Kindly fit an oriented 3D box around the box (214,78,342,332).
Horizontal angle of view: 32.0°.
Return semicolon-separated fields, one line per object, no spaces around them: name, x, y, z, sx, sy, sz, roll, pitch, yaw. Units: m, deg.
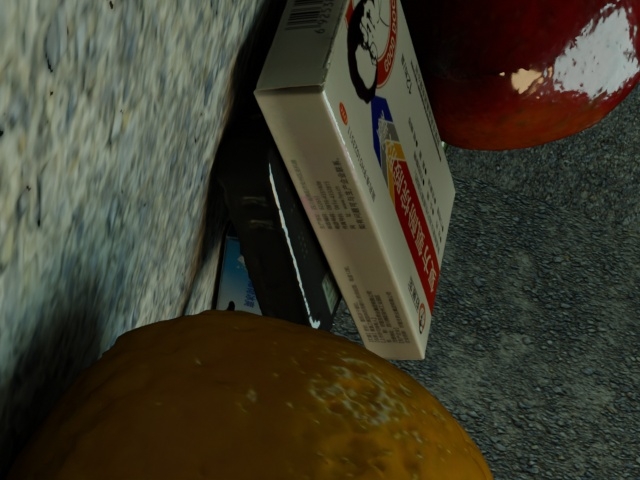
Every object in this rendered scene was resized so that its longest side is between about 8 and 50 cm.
box;0.003;-0.090;1.041;0.350;0.058;0.211;-67;151;-48

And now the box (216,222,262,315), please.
box;-0.055;0.009;1.184;0.194;0.073;0.139;106;2;-54

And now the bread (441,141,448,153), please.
bread;0.071;-0.169;1.449;0.382;0.129;0.366;-94;-152;-64

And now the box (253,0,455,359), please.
box;0.047;-0.079;0.991;0.353;0.069;0.214;64;32;-46

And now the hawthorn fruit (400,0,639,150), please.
hawthorn fruit;0.219;-0.228;1.154;0.265;0.307;0.265;173;-90;-88

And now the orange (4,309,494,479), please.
orange;-0.034;0.212;0.596;0.340;0.293;0.341;17;90;-87

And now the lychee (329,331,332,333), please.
lychee;-0.048;0.203;1.730;0.194;0.194;0.194;19;90;-88

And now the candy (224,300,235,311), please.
candy;-0.133;0.193;0.973;0.145;0.070;0.275;122;-13;-61
